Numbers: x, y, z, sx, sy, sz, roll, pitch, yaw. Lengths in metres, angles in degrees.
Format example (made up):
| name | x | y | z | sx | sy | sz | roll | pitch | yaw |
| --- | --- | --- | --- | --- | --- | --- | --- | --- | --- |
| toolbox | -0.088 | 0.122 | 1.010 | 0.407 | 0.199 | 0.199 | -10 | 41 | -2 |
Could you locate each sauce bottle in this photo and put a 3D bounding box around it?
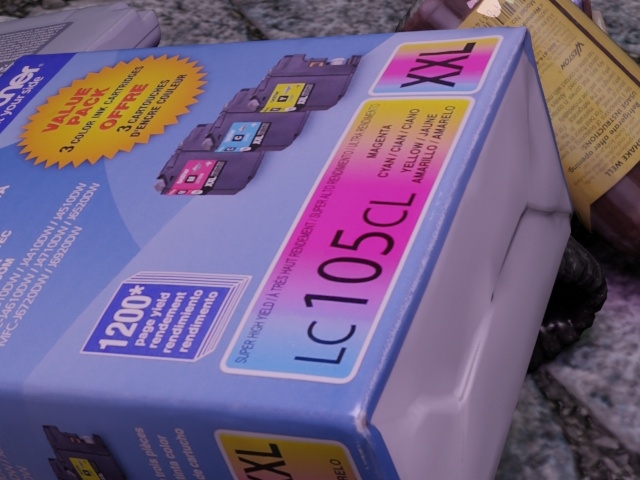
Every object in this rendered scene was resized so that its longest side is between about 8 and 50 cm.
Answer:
| name | x | y | z | sx | sy | sz | roll | pitch | yaw |
| --- | --- | --- | --- | --- | --- | --- | --- | --- | --- |
| sauce bottle | 0.206 | -0.066 | 0.833 | 0.344 | 0.111 | 0.111 | 45 | 56 | 0 |

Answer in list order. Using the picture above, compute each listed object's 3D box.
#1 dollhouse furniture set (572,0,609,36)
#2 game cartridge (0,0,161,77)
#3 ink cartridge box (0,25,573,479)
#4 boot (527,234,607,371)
| name | x | y | z | sx | sy | sz | roll | pitch | yaw |
| --- | --- | --- | --- | --- | --- | --- | --- | --- | --- |
| dollhouse furniture set | 0.285 | -0.150 | 0.824 | 0.286 | 0.303 | 0.198 | -10 | 67 | 10 |
| game cartridge | -0.285 | -0.106 | 0.878 | 0.294 | 0.060 | 0.196 | -5 | 25 | 22 |
| ink cartridge box | -0.096 | 0.025 | 0.620 | 0.395 | 0.151 | 0.270 | 0 | 41 | 28 |
| boot | 0.001 | -0.003 | 0.826 | 0.347 | 0.131 | 0.260 | -15 | 50 | -16 |
